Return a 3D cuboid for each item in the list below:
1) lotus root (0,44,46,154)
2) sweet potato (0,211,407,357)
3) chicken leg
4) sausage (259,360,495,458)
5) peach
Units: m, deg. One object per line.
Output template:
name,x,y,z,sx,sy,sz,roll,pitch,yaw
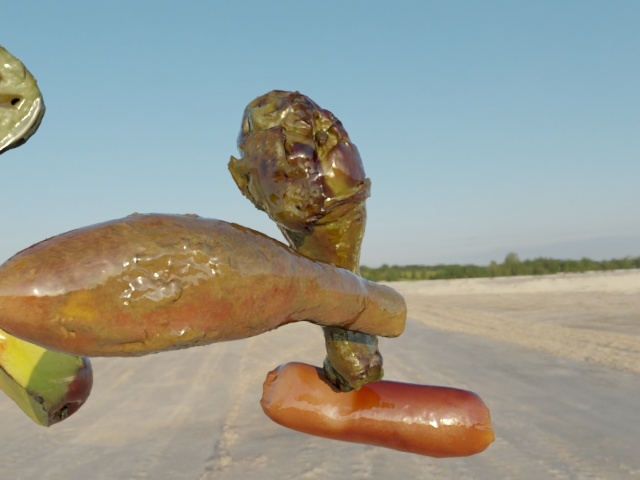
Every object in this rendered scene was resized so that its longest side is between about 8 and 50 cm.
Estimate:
lotus root,-0.539,-0.211,0.902,0.203,0.183,0.078,-27,20,-29
sweet potato,-0.064,0.037,0.485,0.385,0.109,0.109,4,-8,-38
chicken leg,0.003,-0.011,0.669,0.140,0.361,0.211,-21,-11,7
sausage,0.071,0.221,0.768,0.300,0.089,0.083,8,-19,8
peach,-0.579,0.254,1.205,0.267,0.154,0.159,31,41,14
